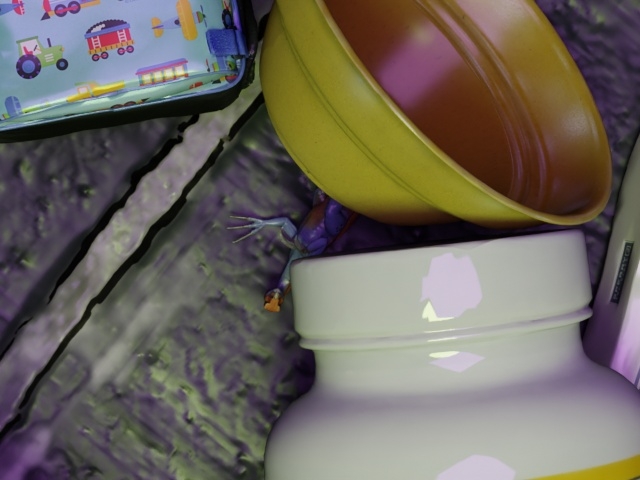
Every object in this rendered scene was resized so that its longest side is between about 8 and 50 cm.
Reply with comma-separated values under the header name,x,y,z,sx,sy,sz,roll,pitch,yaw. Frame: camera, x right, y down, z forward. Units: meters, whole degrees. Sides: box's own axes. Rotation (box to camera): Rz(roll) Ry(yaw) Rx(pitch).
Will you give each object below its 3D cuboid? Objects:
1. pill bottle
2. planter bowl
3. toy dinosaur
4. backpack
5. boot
name,x,y,z,sx,sy,sz,roll,pitch,yaw
pill bottle,0.072,0.166,0.840,0.188,0.188,0.334,-6,90,-5
planter bowl,0.037,-0.074,0.860,0.090,0.217,0.217,-40,94,30
toy dinosaur,0.000,0.000,0.908,0.090,0.047,0.082,8,108,-15
backpack,-0.117,-0.143,0.860,0.158,0.117,0.173,-9,88,-6
boot,0.198,0.008,0.917,0.086,0.069,0.190,15,97,-12
